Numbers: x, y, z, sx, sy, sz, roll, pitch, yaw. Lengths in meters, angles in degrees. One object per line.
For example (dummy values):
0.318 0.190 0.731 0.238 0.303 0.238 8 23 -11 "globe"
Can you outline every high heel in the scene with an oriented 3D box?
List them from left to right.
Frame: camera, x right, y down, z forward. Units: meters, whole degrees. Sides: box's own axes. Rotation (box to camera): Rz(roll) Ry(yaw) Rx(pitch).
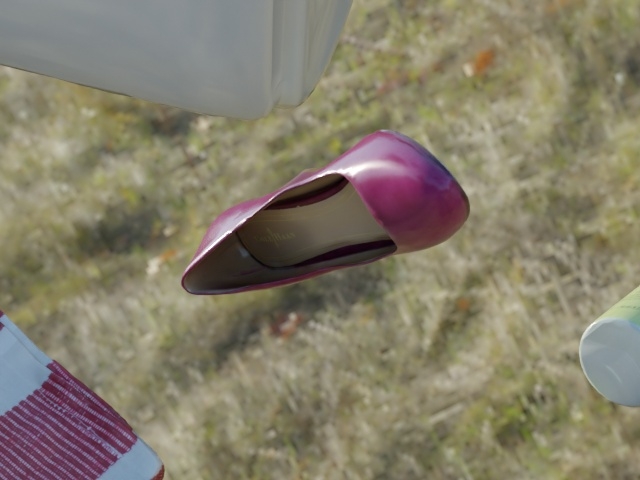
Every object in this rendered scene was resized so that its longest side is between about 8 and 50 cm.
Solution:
0.000 0.000 1.593 0.181 0.127 0.377 -39 9 -20 "high heel"

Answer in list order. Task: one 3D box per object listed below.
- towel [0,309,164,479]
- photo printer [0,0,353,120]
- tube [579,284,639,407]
-0.281 0.108 1.141 0.037 0.329 0.237 -51 -6 36 "towel"
-0.135 -0.178 0.461 0.307 0.256 0.107 15 45 9 "photo printer"
0.253 0.031 1.095 0.240 0.070 0.062 -30 -22 -45 "tube"
